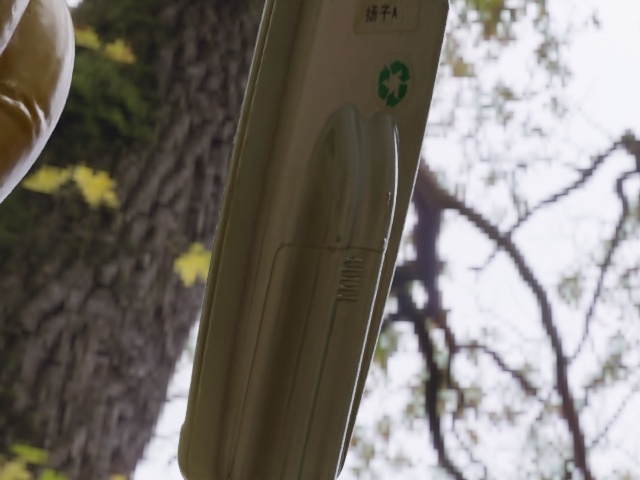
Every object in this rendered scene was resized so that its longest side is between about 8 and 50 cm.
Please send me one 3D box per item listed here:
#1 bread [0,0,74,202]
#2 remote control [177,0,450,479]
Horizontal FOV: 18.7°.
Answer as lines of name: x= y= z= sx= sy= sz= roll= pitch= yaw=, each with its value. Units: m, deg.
bread: x=-0.369 y=-0.136 z=1.301 sx=0.329 sy=0.424 sz=0.245 roll=33 pitch=-42 yaw=36
remote control: x=-0.001 y=0.000 z=0.811 sx=0.090 sy=0.049 sz=0.230 roll=4 pitch=-80 yaw=-45
